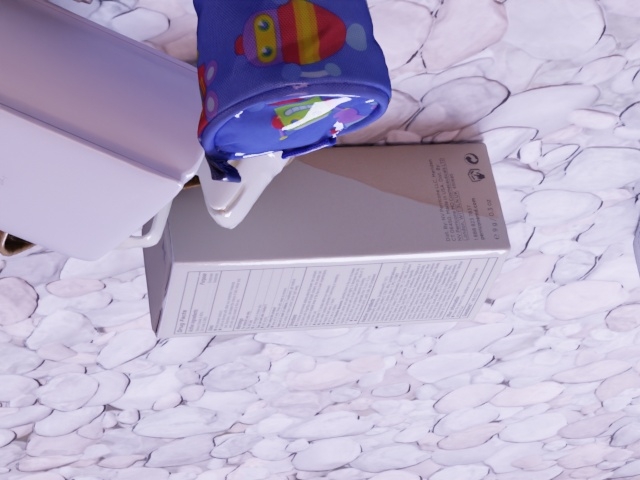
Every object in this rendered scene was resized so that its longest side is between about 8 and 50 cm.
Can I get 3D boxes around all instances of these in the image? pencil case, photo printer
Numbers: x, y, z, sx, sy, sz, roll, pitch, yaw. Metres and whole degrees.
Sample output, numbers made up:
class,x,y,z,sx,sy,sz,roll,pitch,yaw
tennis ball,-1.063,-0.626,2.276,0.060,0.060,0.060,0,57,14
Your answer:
class,x,y,z,sx,sy,sz,roll,pitch,yaw
pencil case,-0.040,-0.193,1.102,0.119,0.306,0.133,-12,162,1
photo printer,-0.255,-0.102,1.290,0.307,0.107,0.256,24,157,-18

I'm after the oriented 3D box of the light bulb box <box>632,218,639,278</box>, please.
class,x,y,z,sx,sy,sz,roll,pitch,yaw
light bulb box,0.507,-0.017,1.655,0.358,0.225,0.361,-6,150,-5

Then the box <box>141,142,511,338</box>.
class,x,y,z,sx,sy,sz,roll,pitch,yaw
box,0.000,0.000,1.632,0.311,0.121,0.148,-2,150,-15

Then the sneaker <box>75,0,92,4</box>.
class,x,y,z,sx,sy,sz,roll,pitch,yaw
sneaker,-0.169,-0.246,1.163,0.102,0.161,0.282,19,179,-12

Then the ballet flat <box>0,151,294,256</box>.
class,x,y,z,sx,sy,sz,roll,pitch,yaw
ballet flat,-0.131,-0.059,1.485,0.342,0.124,0.116,-14,155,6
